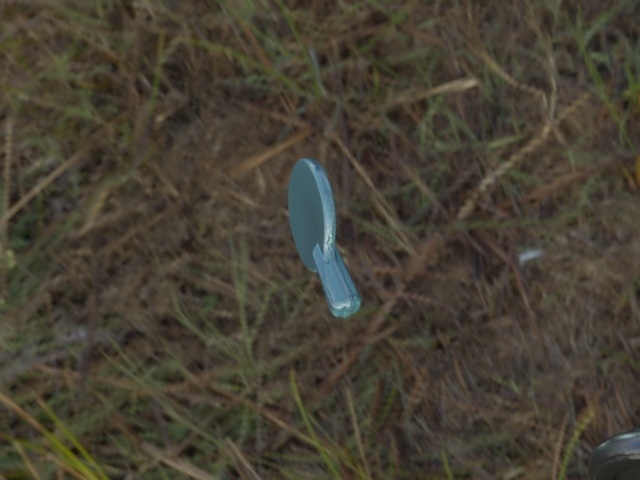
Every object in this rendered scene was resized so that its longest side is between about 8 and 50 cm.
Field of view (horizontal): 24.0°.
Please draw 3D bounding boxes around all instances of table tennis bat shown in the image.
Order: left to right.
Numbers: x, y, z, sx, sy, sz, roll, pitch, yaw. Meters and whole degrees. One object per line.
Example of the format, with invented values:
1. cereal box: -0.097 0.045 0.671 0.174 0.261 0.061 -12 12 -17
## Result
1. table tennis bat: 0.000 0.000 1.648 0.033 0.124 0.201 -7 52 -20

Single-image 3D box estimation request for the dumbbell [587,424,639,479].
1. dumbbell: 0.297 0.273 1.255 0.192 0.192 0.290 12 61 22
